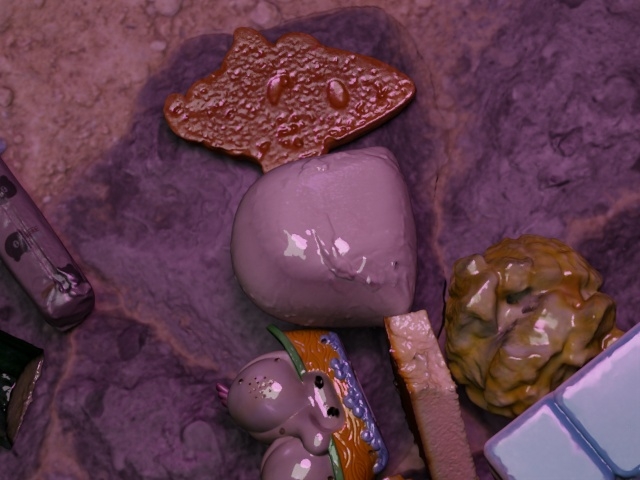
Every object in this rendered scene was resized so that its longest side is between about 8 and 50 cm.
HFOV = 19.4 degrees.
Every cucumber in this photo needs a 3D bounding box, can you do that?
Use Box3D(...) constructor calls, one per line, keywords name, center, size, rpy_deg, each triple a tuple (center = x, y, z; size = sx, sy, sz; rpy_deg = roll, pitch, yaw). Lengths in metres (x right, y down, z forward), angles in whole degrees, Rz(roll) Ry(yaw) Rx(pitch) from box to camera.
Box3D(name="cucumber", center=(-0.420, 0.121, 2.029), size=(0.244, 0.063, 0.115), rpy_deg=(23, 78, 15))

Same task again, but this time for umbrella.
Box3D(name="umbrella", center=(-0.359, -0.045, 2.061), size=(0.067, 0.073, 0.337), rpy_deg=(-30, 70, -22))

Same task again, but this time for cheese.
Box3D(name="cheese", center=(0.000, 0.000, 1.950), size=(0.189, 0.154, 0.198), rpy_deg=(1, 61, -15))

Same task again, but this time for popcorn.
Box3D(name="popcorn", center=(0.215, 0.088, 1.891), size=(0.185, 0.167, 0.187), rpy_deg=(-20, 76, -3))

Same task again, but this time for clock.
Box3D(name="clock", center=(-0.016, 0.193, 1.928), size=(0.144, 0.103, 0.231), rpy_deg=(-25, 70, 2))

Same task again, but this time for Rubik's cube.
Box3D(name="Rubik's cube", center=(0.372, 0.239, 1.746), size=(0.322, 0.319, 0.316), rpy_deg=(-37, 73, -3))

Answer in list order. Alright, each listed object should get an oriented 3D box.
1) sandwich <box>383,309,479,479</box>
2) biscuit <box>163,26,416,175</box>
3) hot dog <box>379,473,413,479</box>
Box3D(name="sandwich", center=(0.113, 0.170, 1.885), size=(0.058, 0.162, 0.193), rpy_deg=(-18, 73, 0))
Box3D(name="biscuit", center=(-0.034, -0.154, 2.063), size=(0.280, 0.043, 0.183), rpy_deg=(-7, 77, 1))
Box3D(name="hot dog", center=(0.056, 0.366, 1.854), size=(0.162, 0.082, 0.270), rpy_deg=(28, 79, -25))
